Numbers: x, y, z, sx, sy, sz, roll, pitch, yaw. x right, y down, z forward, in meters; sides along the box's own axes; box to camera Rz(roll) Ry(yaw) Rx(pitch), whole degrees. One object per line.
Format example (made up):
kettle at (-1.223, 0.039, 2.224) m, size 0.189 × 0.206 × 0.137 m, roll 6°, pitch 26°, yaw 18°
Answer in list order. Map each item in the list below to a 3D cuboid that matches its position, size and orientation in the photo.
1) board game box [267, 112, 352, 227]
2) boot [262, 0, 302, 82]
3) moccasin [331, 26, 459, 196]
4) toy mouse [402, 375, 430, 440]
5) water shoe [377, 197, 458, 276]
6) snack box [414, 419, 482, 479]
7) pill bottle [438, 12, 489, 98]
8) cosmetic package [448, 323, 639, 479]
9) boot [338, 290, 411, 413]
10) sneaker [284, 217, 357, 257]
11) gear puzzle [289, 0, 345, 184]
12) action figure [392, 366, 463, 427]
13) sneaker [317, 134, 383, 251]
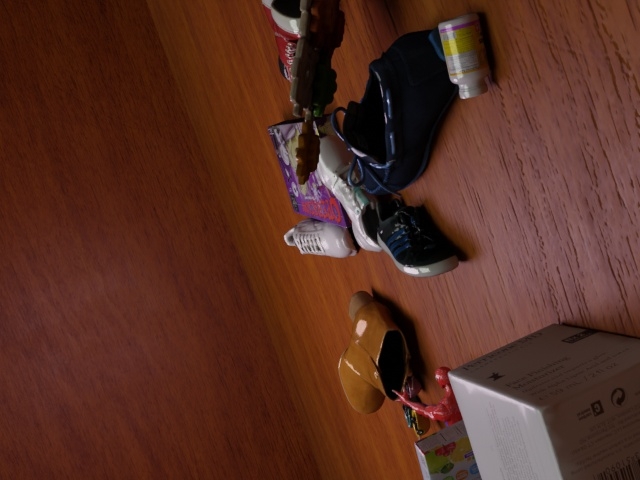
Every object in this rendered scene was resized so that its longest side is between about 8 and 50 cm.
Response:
board game box at (-0.017, -0.144, 1.462) m, size 0.208 × 0.056 × 0.347 m, roll 68°, pitch 166°, yaw -13°
boot at (-0.030, -0.321, 1.196) m, size 0.244 × 0.089 × 0.176 m, roll -120°, pitch 15°, yaw -59°
moccasin at (0.076, -0.160, 0.957) m, size 0.342 × 0.117 × 0.137 m, roll 100°, pitch 146°, yaw -64°
toy mouse at (0.178, 0.305, 1.388) m, size 0.143 × 0.031 × 0.160 m, roll -114°, pitch 15°, yaw -64°
water shoe at (0.130, -0.007, 1.063) m, size 0.203 × 0.073 × 0.080 m, roll -144°, pitch 38°, yaw -64°
snack box at (0.203, 0.340, 1.069) m, size 0.037 × 0.100 × 0.141 m, roll -133°, pitch 25°, yaw -63°
pill bottle at (0.155, -0.196, 0.772) m, size 0.043 × 0.043 × 0.083 m, roll -150°, pitch 41°, yaw -68°
cosmetic package at (0.252, 0.188, 0.733) m, size 0.184 × 0.151 × 0.151 m, roll -179°, pitch 69°, yaw -73°
boot at (0.107, 0.259, 1.399) m, size 0.211 × 0.104 × 0.294 m, roll -122°, pitch 26°, yaw -66°
sneaker at (0.000, 0.000, 1.500) m, size 0.235 × 0.095 × 0.090 m, roll -165°, pitch 58°, yaw -71°
gear puzzle at (0.005, -0.239, 0.940) m, size 0.175 × 0.044 × 0.338 m, roll -17°, pitch -64°, yaw -80°
action figure at (0.211, 0.319, 1.169) m, size 0.139 × 0.092 × 0.280 m, roll 16°, pitch 126°, yaw 61°
sneaker at (0.061, -0.079, 1.190) m, size 0.212 × 0.080 × 0.094 m, roll 61°, pitch 178°, yaw -7°
